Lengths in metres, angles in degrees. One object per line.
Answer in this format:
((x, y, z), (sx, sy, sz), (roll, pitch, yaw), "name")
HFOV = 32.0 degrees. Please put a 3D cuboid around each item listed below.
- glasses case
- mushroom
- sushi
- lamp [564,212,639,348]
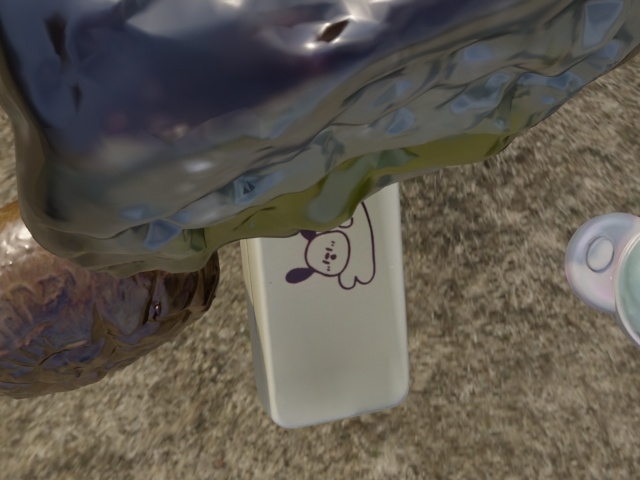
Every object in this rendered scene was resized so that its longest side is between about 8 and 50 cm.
((0.000, 0.000, 0.957), (0.131, 0.070, 0.312), (-9, 107, -16), "glasses case")
((-0.201, 0.039, 0.913), (0.253, 0.253, 0.153), (-27, 78, 11), "mushroom")
((-0.010, -0.164, 0.463), (0.299, 0.281, 0.294), (-17, 81, -18), "sushi")
((0.412, 0.048, 1.321), (0.246, 0.108, 0.179), (21, 83, 4), "lamp")
